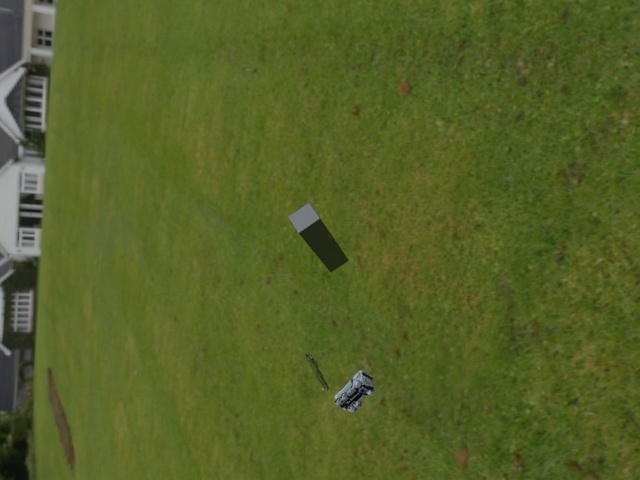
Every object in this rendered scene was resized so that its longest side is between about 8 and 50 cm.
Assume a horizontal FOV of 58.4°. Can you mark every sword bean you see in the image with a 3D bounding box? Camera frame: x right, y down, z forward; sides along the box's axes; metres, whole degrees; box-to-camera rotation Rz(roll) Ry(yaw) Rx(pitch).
[{"bbox_3d":[-0.004,0.155,0.678,0.083,0.012,0.012,68,-179,-46],"label":"sword bean"}]

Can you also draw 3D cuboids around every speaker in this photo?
[{"bbox_3d":[0.000,0.000,1.015,0.040,0.046,0.191,57,-178,28],"label":"speaker"}]

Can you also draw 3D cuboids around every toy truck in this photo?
[{"bbox_3d":[0.058,0.259,0.984,0.083,0.039,0.044,-50,18,27],"label":"toy truck"}]
